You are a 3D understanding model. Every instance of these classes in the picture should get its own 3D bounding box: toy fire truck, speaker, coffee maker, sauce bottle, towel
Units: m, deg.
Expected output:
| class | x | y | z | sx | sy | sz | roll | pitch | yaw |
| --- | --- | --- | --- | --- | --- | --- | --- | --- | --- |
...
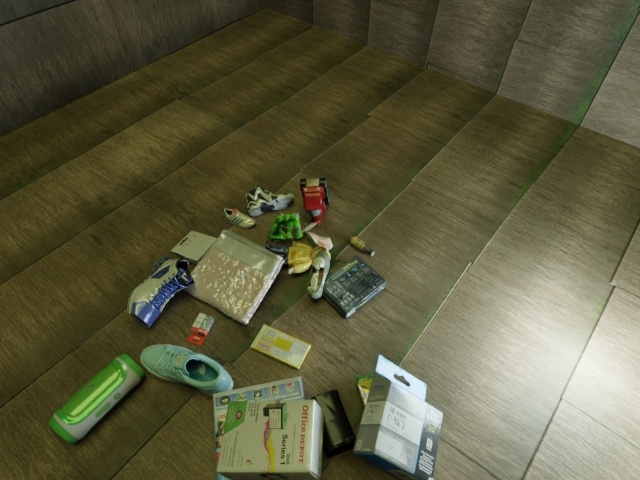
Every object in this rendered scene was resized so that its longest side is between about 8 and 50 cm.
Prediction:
| class | x | y | z | sx | sy | sz | roll | pitch | yaw |
| --- | --- | --- | --- | --- | --- | --- | --- | --- | --- |
| toy fire truck | -0.045 | -0.137 | 1.961 | 0.159 | 0.217 | 0.246 | -2 | 67 | 5 |
| speaker | -0.753 | 0.530 | 1.462 | 0.131 | 0.131 | 0.296 | 30 | 57 | 22 |
| coffee maker | 0.045 | 0.582 | 1.391 | 0.120 | 0.171 | 0.178 | 1 | 48 | -35 |
| sauce bottle | 0.186 | 0.025 | 1.923 | 0.128 | 0.042 | 0.042 | 34 | 58 | 26 |
| towel | -0.359 | 0.139 | 1.775 | 0.332 | 0.053 | 0.316 | 25 | 72 | 21 |

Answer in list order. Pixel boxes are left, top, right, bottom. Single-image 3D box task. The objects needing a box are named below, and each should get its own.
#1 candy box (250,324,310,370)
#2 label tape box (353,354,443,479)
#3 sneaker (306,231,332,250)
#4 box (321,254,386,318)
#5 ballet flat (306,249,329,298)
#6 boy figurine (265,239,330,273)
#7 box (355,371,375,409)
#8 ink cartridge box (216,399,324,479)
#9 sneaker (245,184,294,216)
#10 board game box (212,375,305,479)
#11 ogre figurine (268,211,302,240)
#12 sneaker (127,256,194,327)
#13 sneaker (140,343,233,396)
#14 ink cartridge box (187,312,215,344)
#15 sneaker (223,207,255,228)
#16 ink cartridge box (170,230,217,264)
| class | x | y | z | sx | sy | sz | roll | pitch | yaw |
| --- | --- | --- | --- | --- | --- | --- | --- | --- | --- |
| candy box | -0.150 | 0.403 | 1.627 | 0.206 | 0.027 | 0.105 | 20 | 56 | 16 |
| label tape box | 0.266 | 0.561 | 1.380 | 0.241 | 0.106 | 0.333 | 35 | 52 | -17 |
| sneaker | 0.000 | 0.000 | 1.939 | 0.070 | 0.051 | 0.134 | -32 | 61 | -25 |
| box | 0.128 | 0.189 | 1.780 | 0.233 | 0.059 | 0.183 | -35 | 59 | -24 |
| ballet flat | -0.009 | 0.128 | 1.738 | 0.072 | 0.068 | 0.213 | 2 | 67 | 21 |
| boy figurine | -0.100 | 0.072 | 1.856 | 0.286 | 0.092 | 0.177 | 4 | 48 | 7 |
| box | 0.196 | 0.552 | 1.497 | 0.105 | 0.043 | 0.179 | -13 | 55 | -10 |
| ink cartridge box | -0.140 | 0.590 | 1.275 | 0.279 | 0.117 | 0.201 | -6 | 50 | 11 |
| sneaker | -0.255 | -0.219 | 2.086 | 0.235 | 0.094 | 0.152 | -21 | 62 | -4 |
| board game box | -0.185 | 0.631 | 1.405 | 0.309 | 0.086 | 0.301 | -9 | 52 | -7 |
| ogre figurine | -0.155 | -0.062 | 1.914 | 0.097 | 0.197 | 0.118 | 12 | 77 | -27 |
| sneaker | -0.614 | 0.179 | 1.701 | 0.182 | 0.127 | 0.315 | -11 | 43 | 33 |
| sneaker | -0.482 | 0.435 | 1.523 | 0.366 | 0.150 | 0.135 | 14 | 52 | 11 |
| ink cartridge box | -0.467 | 0.344 | 1.673 | 0.063 | 0.029 | 0.115 | 15 | 52 | 11 |
| sneaker | -0.383 | -0.109 | 2.009 | 0.162 | 0.075 | 0.057 | 17 | 53 | 14 |
| ink cartridge box | -0.562 | 0.033 | 1.931 | 0.180 | 0.045 | 0.145 | 13 | 50 | 34 |
